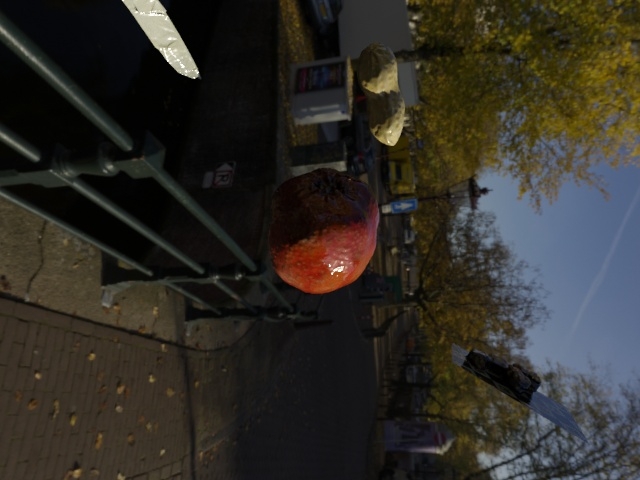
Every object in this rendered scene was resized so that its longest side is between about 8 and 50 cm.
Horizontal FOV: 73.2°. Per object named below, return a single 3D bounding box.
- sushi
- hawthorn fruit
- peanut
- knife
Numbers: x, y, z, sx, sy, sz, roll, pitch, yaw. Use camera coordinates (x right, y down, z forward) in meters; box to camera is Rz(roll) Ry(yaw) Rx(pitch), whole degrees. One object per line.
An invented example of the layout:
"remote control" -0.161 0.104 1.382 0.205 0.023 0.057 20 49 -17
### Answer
"sushi" 0.412 0.288 0.906 0.043 0.279 0.192 -63 163 8
"hawthorn fruit" 0.000 0.000 0.768 0.205 0.205 0.253 -79 180 -48
"peanut" 0.114 -0.268 0.796 0.082 0.082 0.187 -50 127 -71
"knife" -0.252 -0.334 0.588 0.017 0.047 0.298 50 -4 39
